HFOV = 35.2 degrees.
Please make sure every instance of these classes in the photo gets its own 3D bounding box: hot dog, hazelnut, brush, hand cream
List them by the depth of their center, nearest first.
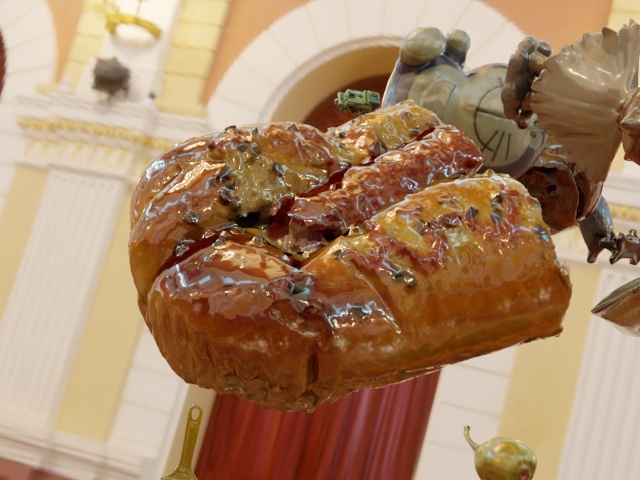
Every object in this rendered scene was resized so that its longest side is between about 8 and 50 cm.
[{"bbox_3d":[0.000,0.000,0.972,0.365,0.196,0.367,-17,36,-15],"label":"hot dog"},{"bbox_3d":[0.309,0.058,0.987,0.086,0.055,0.235,-32,-18,11],"label":"hand cream"},{"bbox_3d":[0.369,-0.112,1.741,0.234,0.218,0.218,6,-14,13],"label":"hazelnut"},{"bbox_3d":[-0.261,0.421,1.964,0.083,0.205,0.011,10,-19,-2],"label":"brush"}]

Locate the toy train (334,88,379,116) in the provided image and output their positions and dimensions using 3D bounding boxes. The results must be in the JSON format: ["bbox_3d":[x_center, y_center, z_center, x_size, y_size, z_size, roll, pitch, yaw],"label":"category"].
[{"bbox_3d":[0.071,-0.271,1.968,0.083,0.033,0.053,8,-32,-22],"label":"toy train"}]

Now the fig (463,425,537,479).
[{"bbox_3d":[0.275,0.349,1.586,0.093,0.093,0.166,19,-9,-16],"label":"fig"}]

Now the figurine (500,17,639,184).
[{"bbox_3d":[0.398,-0.142,1.185,0.387,0.207,0.166,26,24,35],"label":"figurine"}]

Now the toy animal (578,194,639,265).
[{"bbox_3d":[0.559,-0.032,2.059,0.121,0.117,0.210,-4,47,-40],"label":"toy animal"}]

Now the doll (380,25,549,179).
[{"bbox_3d":[0.217,-0.188,1.501,0.258,0.228,0.154,18,-5,2],"label":"doll"}]
